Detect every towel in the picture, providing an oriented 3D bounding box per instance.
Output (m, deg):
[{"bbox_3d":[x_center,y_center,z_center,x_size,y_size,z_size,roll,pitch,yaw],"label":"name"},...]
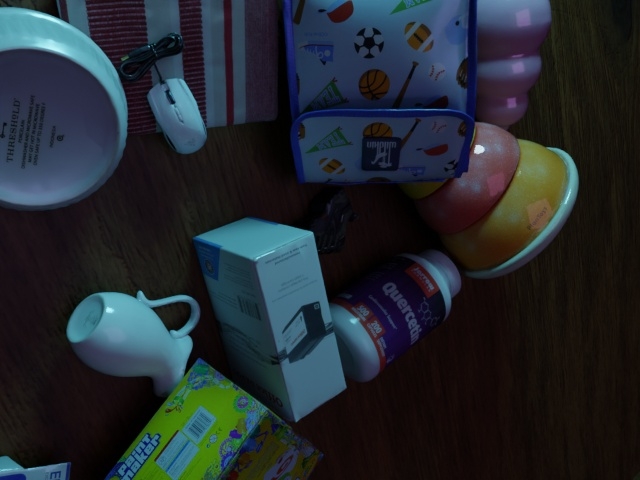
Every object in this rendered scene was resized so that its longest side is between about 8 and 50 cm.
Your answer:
[{"bbox_3d":[-0.222,-0.287,0.917,0.329,0.037,0.237,-11,124,-22],"label":"towel"}]

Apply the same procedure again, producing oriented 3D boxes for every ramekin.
[{"bbox_3d":[-0.388,-0.163,0.785,0.273,0.127,0.273,-15,122,-25],"label":"ramekin"}]

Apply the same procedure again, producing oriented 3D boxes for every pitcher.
[{"bbox_3d":[-0.297,0.147,0.970,0.207,0.125,0.178,44,58,-45],"label":"pitcher"}]

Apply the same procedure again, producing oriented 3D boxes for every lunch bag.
[{"bbox_3d":[0.103,-0.284,1.033,0.328,0.239,0.385,-1,115,4],"label":"lunch bag"}]

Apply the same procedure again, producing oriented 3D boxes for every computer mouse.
[{"bbox_3d":[-0.228,-0.214,0.911,0.106,0.042,0.193,-29,130,-10],"label":"computer mouse"}]

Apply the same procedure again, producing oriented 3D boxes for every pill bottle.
[{"bbox_3d":[0.153,0.147,1.258,0.323,0.181,0.181,-32,116,-28],"label":"pill bottle"}]

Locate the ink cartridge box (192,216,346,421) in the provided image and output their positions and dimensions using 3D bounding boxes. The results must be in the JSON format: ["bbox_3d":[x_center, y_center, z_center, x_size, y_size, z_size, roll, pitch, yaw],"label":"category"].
[{"bbox_3d":[-0.091,0.131,1.045,0.129,0.223,0.307,-24,112,-32],"label":"ink cartridge box"}]

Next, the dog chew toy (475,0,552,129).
[{"bbox_3d":[0.416,-0.419,1.346,0.206,0.206,0.332,-22,119,-32],"label":"dog chew toy"}]

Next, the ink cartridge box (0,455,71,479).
[{"bbox_3d":[-0.557,0.484,0.867,0.307,0.072,0.303,6,94,-40],"label":"ink cartridge box"}]

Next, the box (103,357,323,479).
[{"bbox_3d":[-0.182,0.413,1.012,0.290,0.177,0.279,-52,143,-17],"label":"box"}]

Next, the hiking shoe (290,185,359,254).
[{"bbox_3d":[0.000,0.000,1.175,0.227,0.086,0.114,-51,120,-19],"label":"hiking shoe"}]

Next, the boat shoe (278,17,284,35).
[{"bbox_3d":[-0.139,-0.399,1.011,0.178,0.060,0.064,12,92,-37],"label":"boat shoe"}]

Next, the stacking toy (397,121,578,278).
[{"bbox_3d":[0.275,-0.173,1.259,0.480,0.350,0.350,36,76,-19],"label":"stacking toy"}]
